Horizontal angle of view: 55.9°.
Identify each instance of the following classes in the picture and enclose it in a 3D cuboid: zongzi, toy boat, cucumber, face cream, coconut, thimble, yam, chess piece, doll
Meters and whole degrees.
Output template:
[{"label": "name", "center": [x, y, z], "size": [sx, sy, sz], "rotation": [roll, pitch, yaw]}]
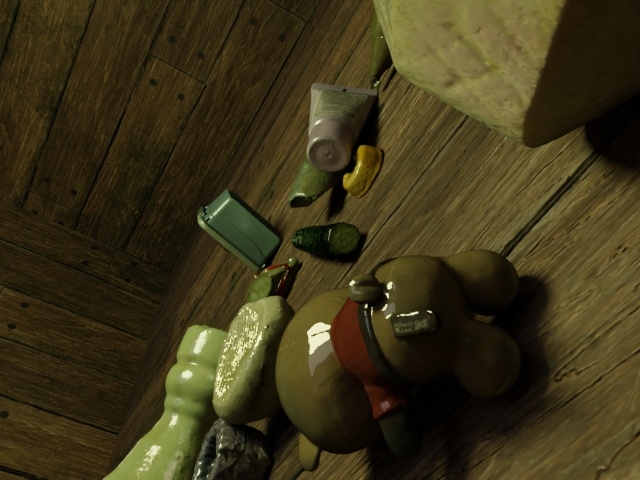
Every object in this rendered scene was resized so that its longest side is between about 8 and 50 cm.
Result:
[{"label": "zongzi", "center": [0.186, -0.454, 1.211], "size": [0.260, 0.123, 0.289], "rotation": [-150, 76, -70]}, {"label": "toy boat", "center": [-0.115, 0.108, 1.364], "size": [0.089, 0.071, 0.185], "rotation": [50, 123, 24]}, {"label": "cucumber", "center": [0.000, 0.000, 1.191], "size": [0.068, 0.067, 0.293], "rotation": [-67, 16, -8]}, {"label": "face cream", "center": [0.035, -0.262, 1.295], "size": [0.274, 0.154, 0.096], "rotation": [-76, -11, -45]}, {"label": "coconut", "center": [0.222, -0.243, 0.559], "size": [0.329, 0.328, 0.329], "rotation": [-54, 20, 30]}, {"label": "thimble", "center": [-0.155, 0.390, 1.046], "size": [0.150, 0.097, 0.150], "rotation": [-55, 20, 31]}, {"label": "yam", "center": [0.007, -0.167, 1.331], "size": [0.106, 0.106, 0.259], "rotation": [-40, 28, 53]}, {"label": "chess piece", "center": [-0.281, 0.402, 1.232], "size": [0.234, 0.234, 0.442], "rotation": [-33, 31, 60]}, {"label": "doll", "center": [0.060, 0.122, 0.667], "size": [0.330, 0.174, 0.235], "rotation": [-43, 33, 46]}]

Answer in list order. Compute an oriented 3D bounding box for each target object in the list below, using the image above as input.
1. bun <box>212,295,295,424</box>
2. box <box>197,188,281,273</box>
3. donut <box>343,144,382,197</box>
[{"label": "bun", "center": [-0.097, 0.213, 1.057], "size": [0.231, 0.133, 0.231], "rotation": [-52, 22, 32]}, {"label": "box", "center": [-0.217, -0.026, 1.609], "size": [0.130, 0.227, 0.162], "rotation": [-48, 19, 4]}, {"label": "donut", "center": [0.081, -0.139, 1.188], "size": [0.108, 0.043, 0.097], "rotation": [-67, 16, 6]}]
